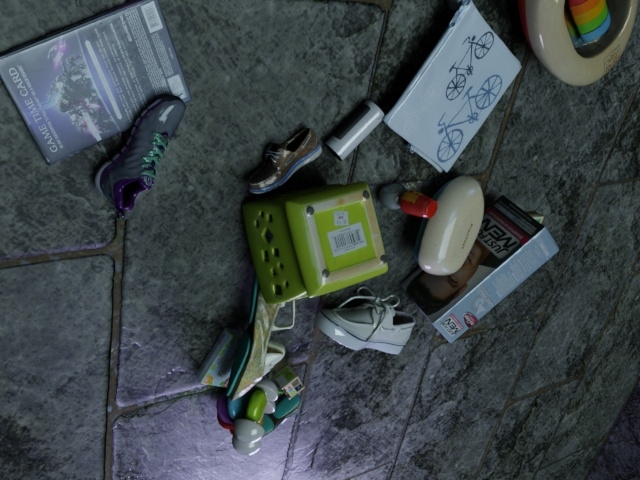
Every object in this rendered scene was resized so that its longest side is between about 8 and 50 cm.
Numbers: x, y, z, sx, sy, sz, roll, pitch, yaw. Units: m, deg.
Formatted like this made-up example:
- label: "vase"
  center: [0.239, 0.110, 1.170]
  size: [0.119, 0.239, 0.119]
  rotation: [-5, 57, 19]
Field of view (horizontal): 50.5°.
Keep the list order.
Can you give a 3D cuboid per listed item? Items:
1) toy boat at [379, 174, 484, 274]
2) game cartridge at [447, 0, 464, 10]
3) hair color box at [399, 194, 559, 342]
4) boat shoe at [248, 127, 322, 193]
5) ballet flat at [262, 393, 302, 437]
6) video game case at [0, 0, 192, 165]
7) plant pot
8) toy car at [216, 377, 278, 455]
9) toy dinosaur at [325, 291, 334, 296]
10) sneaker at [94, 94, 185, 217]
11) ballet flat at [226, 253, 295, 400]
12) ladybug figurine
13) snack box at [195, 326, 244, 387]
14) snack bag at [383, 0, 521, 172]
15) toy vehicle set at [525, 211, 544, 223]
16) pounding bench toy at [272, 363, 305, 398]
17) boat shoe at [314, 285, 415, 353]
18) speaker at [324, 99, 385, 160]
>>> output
- label: "toy boat"
  center: [0.277, -0.062, 1.681]
  size: [0.318, 0.148, 0.267]
  rotation: [25, 89, -49]
- label: "game cartridge"
  center: [0.325, -0.617, 1.327]
  size: [0.198, 0.062, 0.297]
  rotation: [-33, 149, -5]
- label: "hair color box"
  center: [0.416, 0.073, 1.802]
  size: [0.374, 0.185, 0.113]
  rotation: [-42, 129, 4]
- label: "boat shoe"
  center: [-0.081, -0.167, 1.383]
  size: [0.183, 0.066, 0.066]
  rotation: [-40, 132, -22]
- label: "ballet flat"
  center: [-0.127, 0.476, 1.798]
  size: [0.188, 0.070, 0.070]
  rotation: [-30, 133, -13]
- label: "video game case"
  center: [-0.364, -0.264, 1.119]
  size: [0.274, 0.026, 0.196]
  rotation: [-29, 133, -17]
- label: "plant pot"
  center: [0.000, 0.000, 1.394]
  size: [0.228, 0.207, 0.227]
  rotation: [-16, 95, -31]
- label: "toy car"
  center: [-0.188, 0.420, 1.659]
  size: [0.182, 0.136, 0.159]
  rotation: [104, 6, -52]
- label: "toy dinosaur"
  center: [0.013, 0.059, 1.613]
  size: [0.268, 0.064, 0.118]
  rotation: [-47, 130, -6]
- label: "sneaker"
  center: [-0.295, -0.144, 1.183]
  size: [0.223, 0.098, 0.083]
  rotation: [-49, 150, 13]
- label: "ballet flat"
  center: [-0.122, 0.204, 1.521]
  size: [0.123, 0.123, 0.348]
  rotation: [8, 99, -41]
- label: "ladybug figurine"
  center: [0.572, -0.543, 1.543]
  size: [0.305, 0.162, 0.449]
  rotation: [-44, 136, -4]
- label: "snack box"
  center: [-0.217, 0.279, 1.604]
  size: [0.100, 0.037, 0.141]
  rotation: [23, 103, -43]
- label: "snack bag"
  center: [0.300, -0.334, 1.546]
  size: [0.342, 0.037, 0.323]
  rotation: [21, 107, -53]
- label: "toy vehicle set"
  center: [0.527, 0.001, 1.982]
  size: [0.267, 0.035, 0.166]
  rotation: [-5, 122, -35]
- label: "pounding bench toy"
  center: [-0.093, 0.377, 1.758]
  size: [0.083, 0.052, 0.065]
  rotation: [-36, 135, -12]
- label: "boat shoe"
  center: [0.139, 0.196, 1.752]
  size: [0.367, 0.136, 0.156]
  rotation: [21, 106, -47]
- label: "speaker"
  center: [0.073, -0.234, 1.454]
  size: [0.136, 0.055, 0.055]
  rotation: [-45, 136, -1]
